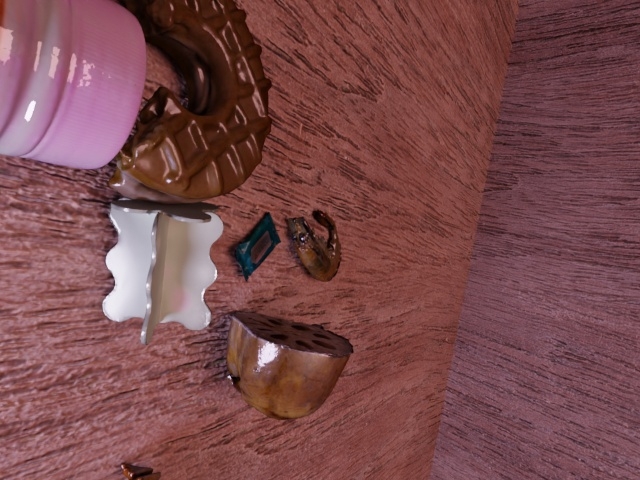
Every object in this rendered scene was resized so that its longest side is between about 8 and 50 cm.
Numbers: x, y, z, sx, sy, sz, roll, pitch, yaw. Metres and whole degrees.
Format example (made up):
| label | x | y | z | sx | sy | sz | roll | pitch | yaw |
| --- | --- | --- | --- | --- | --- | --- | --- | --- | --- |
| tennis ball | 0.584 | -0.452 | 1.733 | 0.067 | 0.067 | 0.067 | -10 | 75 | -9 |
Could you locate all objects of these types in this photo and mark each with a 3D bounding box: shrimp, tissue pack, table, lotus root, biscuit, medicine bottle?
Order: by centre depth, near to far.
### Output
| label | x | y | z | sx | sy | sz | roll | pitch | yaw |
| --- | --- | --- | --- | --- | --- | --- | --- | --- | --- |
| medicine bottle | -0.352 | -0.190 | 0.372 | 0.315 | 0.202 | 0.202 | 5 | 95 | -53 |
| biscuit | -0.187 | -0.232 | 0.622 | 0.268 | 0.115 | 0.366 | 9 | 81 | -58 |
| table | -0.241 | 0.041 | 0.632 | 0.166 | 0.166 | 0.198 | -7 | 112 | -53 |
| lotus root | -0.079 | 0.255 | 0.833 | 0.272 | 0.272 | 0.192 | 20 | 93 | -54 |
| tissue pack | -0.134 | 0.011 | 0.869 | 0.138 | 0.027 | 0.085 | -51 | 139 | -40 |
| shrimp | 0.001 | 0.000 | 1.028 | 0.173 | 0.058 | 0.253 | -64 | 145 | -32 |

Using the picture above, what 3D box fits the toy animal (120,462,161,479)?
| label | x | y | z | sx | sy | sz | roll | pitch | yaw |
| --- | --- | --- | --- | --- | --- | --- | --- | --- | --- |
| toy animal | -0.302 | 0.538 | 0.701 | 0.284 | 0.224 | 0.302 | 41 | 53 | -70 |
